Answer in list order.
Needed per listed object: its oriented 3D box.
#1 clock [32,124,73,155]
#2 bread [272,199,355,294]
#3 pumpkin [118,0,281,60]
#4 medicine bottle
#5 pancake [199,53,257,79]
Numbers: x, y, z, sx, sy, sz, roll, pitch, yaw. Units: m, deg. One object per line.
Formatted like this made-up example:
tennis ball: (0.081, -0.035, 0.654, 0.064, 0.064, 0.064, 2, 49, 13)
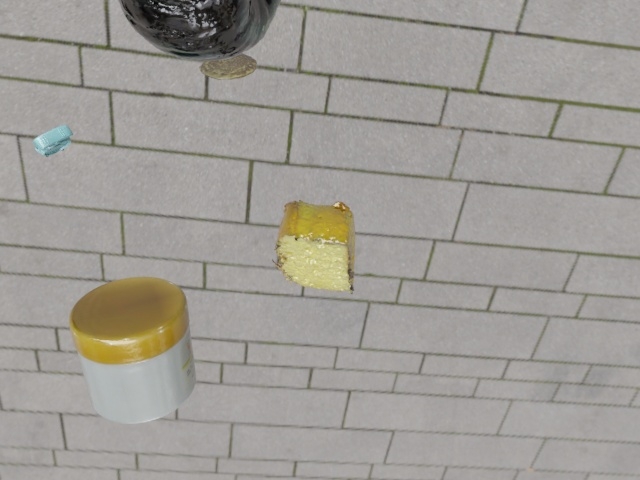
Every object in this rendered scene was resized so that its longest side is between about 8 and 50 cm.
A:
clock: (-0.789, -0.288, 1.727, 0.108, 0.147, 0.045, -34, 97, -24)
bread: (-0.003, -0.002, 1.158, 0.160, 0.147, 0.260, 5, 153, 12)
pumpkin: (-0.130, -0.317, 0.654, 0.163, 0.233, 0.233, 21, 122, 11)
medicine bottle: (-0.398, 0.232, 1.267, 0.238, 0.238, 0.232, -1, 119, -2)
pancake: (-0.175, -0.331, 1.106, 0.115, 0.115, 0.011, 0, 129, -3)
